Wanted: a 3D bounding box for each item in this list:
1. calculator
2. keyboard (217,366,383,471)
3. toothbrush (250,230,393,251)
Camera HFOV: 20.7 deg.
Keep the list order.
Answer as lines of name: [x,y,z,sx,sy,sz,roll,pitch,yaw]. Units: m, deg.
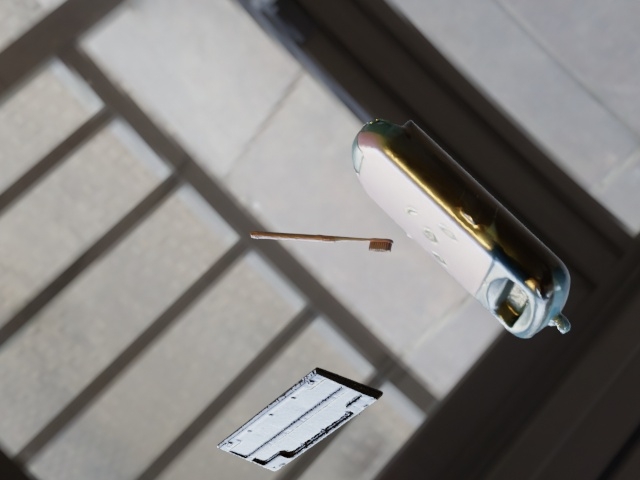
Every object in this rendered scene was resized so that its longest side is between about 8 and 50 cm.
calculator: [0.143,-0.010,1.761,0.293,0.051,0.173,44,164,11]
keyboard: [-0.021,0.157,1.518,0.067,0.011,0.202,24,146,-18]
toothbrush: [0.000,0.000,1.105,0.097,0.008,0.006,4,157,22]
